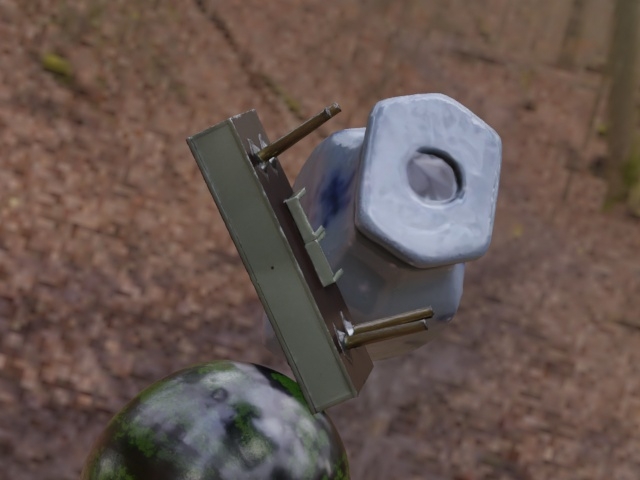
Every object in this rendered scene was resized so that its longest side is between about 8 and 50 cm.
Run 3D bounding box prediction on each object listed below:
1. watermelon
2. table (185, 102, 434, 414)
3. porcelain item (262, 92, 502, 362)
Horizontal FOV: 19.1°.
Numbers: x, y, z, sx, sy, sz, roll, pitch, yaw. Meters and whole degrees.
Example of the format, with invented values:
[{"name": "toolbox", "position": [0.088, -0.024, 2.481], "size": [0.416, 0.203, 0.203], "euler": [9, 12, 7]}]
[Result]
[{"name": "watermelon", "position": [-0.094, 0.242, 1.740], "size": [0.269, 0.269, 0.269], "euler": [16, -1, 0]}, {"name": "table", "position": [0.000, 0.000, 1.530], "size": [0.111, 0.240, 0.121], "euler": [-24, 5, 9]}, {"name": "porcelain item", "position": [0.057, 0.009, 2.047], "size": [0.178, 0.243, 0.405], "euler": [13, -24, -11]}]
